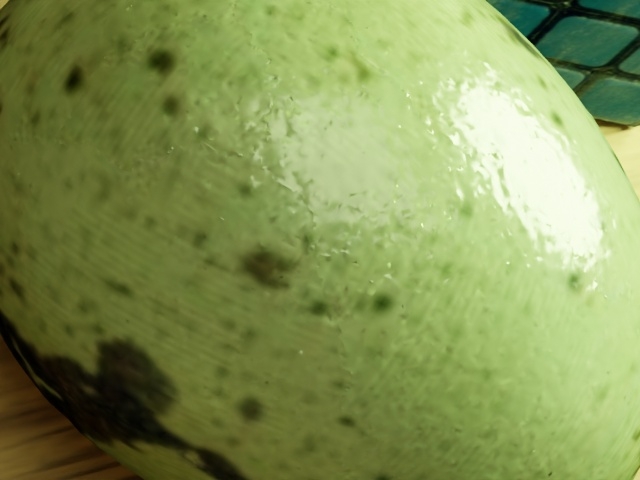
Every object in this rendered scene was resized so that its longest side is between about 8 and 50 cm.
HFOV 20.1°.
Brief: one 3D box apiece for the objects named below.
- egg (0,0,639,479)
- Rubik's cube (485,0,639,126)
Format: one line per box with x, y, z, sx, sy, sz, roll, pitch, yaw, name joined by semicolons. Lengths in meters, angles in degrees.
0.000;0.000;0.888;0.379;0.287;0.287;30;60;-9;egg
0.136;-0.244;1.065;0.256;0.259;0.253;8;67;-18;Rubik's cube
